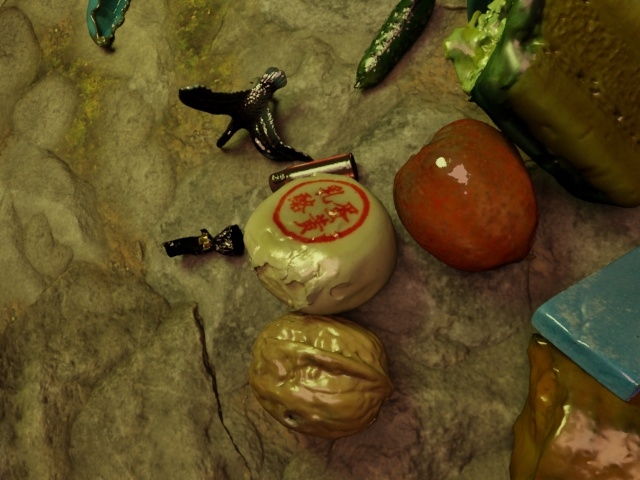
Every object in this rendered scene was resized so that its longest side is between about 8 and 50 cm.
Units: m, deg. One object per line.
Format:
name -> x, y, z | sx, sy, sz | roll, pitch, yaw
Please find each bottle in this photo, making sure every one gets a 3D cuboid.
bottle -> -0.015, -0.121, 0.907 | 0.164, 0.060, 0.060 | -11, 77, 15

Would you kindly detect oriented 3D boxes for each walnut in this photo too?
walnut -> -0.003, 0.213, 0.777 | 0.245, 0.198, 0.198 | 8, 82, 19

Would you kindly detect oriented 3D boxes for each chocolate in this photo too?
chocolate -> -0.226, 0.003, 0.943 | 0.147, 0.072, 0.070 | 1, 68, 11

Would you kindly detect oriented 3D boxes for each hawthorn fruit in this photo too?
hawthorn fruit -> 0.245, -0.051, 0.756 | 0.262, 0.210, 0.210 | 45, 94, 0

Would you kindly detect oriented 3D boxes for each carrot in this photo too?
carrot -> 0.407, 0.286, 0.619 | 0.341, 0.241, 0.241 | 22, 87, 22

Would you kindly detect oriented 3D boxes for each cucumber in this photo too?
cucumber -> 0.135, -0.378, 0.911 | 0.069, 0.069, 0.227 | 39, 96, 19

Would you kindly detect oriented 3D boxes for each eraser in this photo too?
eraser -> 0.444, 0.080, 0.644 | 0.312, 0.042, 0.144 | -23, 46, -22

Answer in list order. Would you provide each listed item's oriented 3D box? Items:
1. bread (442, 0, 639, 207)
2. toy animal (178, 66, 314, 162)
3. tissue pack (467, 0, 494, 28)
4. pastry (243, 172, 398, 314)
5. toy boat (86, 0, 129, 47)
bread -> 0.367, -0.219, 0.677 | 0.377, 0.208, 0.251 | 31, 106, -18
toy animal -> -0.137, -0.239, 0.944 | 0.273, 0.197, 0.160 | 34, 69, -23
tissue pack -> 0.393, -0.434, 0.774 | 0.288, 0.198, 0.205 | 16, 84, 20
pastry -> 0.001, 0.002, 0.801 | 0.265, 0.133, 0.264 | -6, 49, 7
toy boat -> -0.478, -0.535, 1.108 | 0.077, 0.075, 0.185 | 30, 92, 27
